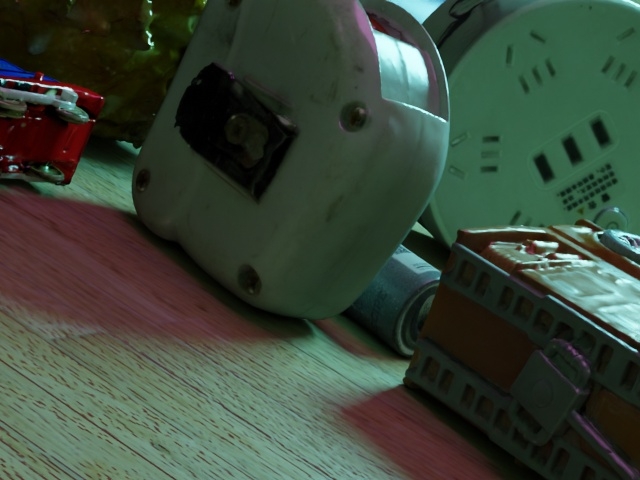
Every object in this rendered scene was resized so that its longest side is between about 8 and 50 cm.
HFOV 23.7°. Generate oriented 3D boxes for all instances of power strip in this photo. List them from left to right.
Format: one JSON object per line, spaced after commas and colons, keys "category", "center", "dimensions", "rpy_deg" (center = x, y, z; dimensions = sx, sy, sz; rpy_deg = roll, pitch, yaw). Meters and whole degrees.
{"category": "power strip", "center": [0.239, -0.126, 1.659], "dimensions": [0.357, 0.357, 0.161], "rpy_deg": [21, 11, -22]}

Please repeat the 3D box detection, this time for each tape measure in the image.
{"category": "tape measure", "center": [-0.025, -0.091, 1.180], "dimensions": [0.130, 0.258, 0.265], "rpy_deg": [17, 14, -44]}

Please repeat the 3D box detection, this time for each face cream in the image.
{"category": "face cream", "center": [0.000, 0.000, 1.294], "dimensions": [0.073, 0.073, 0.283], "rpy_deg": [13, 18, -47]}

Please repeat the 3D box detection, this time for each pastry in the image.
{"category": "pastry", "center": [-0.201, -0.242, 1.417], "dimensions": [0.337, 0.292, 0.405], "rpy_deg": [31, -2, -30]}

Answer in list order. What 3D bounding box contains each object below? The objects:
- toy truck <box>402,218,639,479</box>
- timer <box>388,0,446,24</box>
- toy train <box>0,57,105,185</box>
{"category": "toy truck", "center": [0.247, 0.126, 1.056], "dimensions": [0.207, 0.173, 0.387], "rpy_deg": [5, 20, -43]}
{"category": "timer", "center": [-0.063, -0.300, 1.880], "dimensions": [0.383, 0.270, 0.270], "rpy_deg": [26, 10, -30]}
{"category": "toy train", "center": [-0.264, -0.098, 1.156], "dimensions": [0.131, 0.082, 0.204], "rpy_deg": [28, 12, 21]}
